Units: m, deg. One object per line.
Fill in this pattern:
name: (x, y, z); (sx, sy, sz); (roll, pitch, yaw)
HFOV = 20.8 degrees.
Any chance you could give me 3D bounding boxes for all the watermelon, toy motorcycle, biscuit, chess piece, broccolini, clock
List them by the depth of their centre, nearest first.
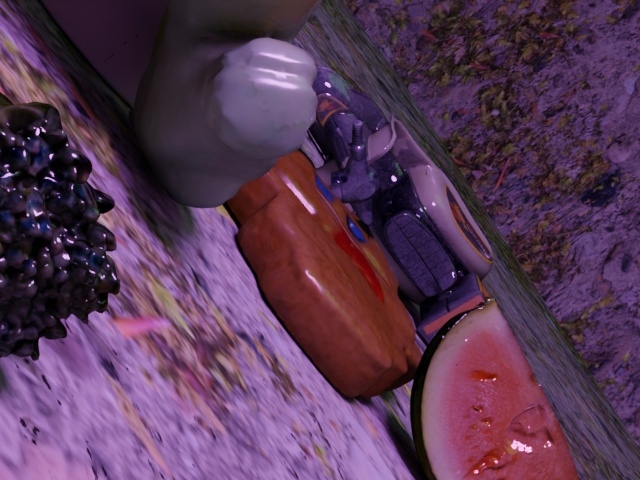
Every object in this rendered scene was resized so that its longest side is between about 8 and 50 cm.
broccolini: (-0.105, -0.034, 0.578); (0.091, 0.068, 0.202); (30, 16, -21)
chess piece: (-0.027, -0.152, 0.843); (0.176, 0.298, 0.176); (14, 17, -5)
clock: (-0.116, -0.158, 1.025); (0.197, 0.068, 0.197); (53, 8, -11)
watermelon: (0.091, 0.122, 1.045); (0.163, 0.087, 0.069); (67, -21, -8)
biscuit: (0.000, 0.000, 1.111); (0.202, 0.047, 0.334); (52, 9, -15)
toy motorcycle: (0.061, -0.028, 1.433); (0.263, 0.091, 0.157); (53, 12, -21)
